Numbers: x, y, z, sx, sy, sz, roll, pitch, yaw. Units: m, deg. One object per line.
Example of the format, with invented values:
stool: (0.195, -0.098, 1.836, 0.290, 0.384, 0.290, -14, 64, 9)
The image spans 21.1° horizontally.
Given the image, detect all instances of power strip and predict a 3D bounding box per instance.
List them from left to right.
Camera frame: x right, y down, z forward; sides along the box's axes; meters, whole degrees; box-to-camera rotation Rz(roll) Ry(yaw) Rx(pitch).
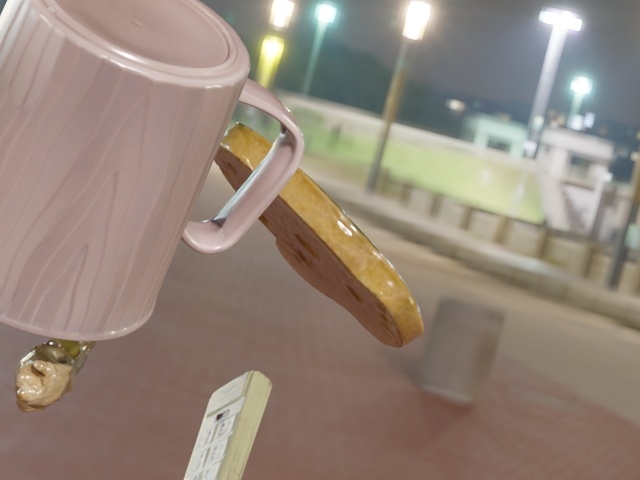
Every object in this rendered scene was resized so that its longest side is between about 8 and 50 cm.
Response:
power strip: (-0.093, 0.191, 1.663, 0.028, 0.169, 0.076, 40, -50, -21)

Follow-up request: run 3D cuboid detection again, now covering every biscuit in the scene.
biscuit: (0.002, -0.001, 2.107, 0.344, 0.057, 0.287, 46, -11, 10)

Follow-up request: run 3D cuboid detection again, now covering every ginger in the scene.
ginger: (-0.237, 0.106, 1.553, 0.051, 0.069, 0.173, 21, 23, -1)

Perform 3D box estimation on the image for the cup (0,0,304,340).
cup: (-0.171, -0.063, 1.441, 0.288, 0.273, 0.208, 24, 27, -6)
